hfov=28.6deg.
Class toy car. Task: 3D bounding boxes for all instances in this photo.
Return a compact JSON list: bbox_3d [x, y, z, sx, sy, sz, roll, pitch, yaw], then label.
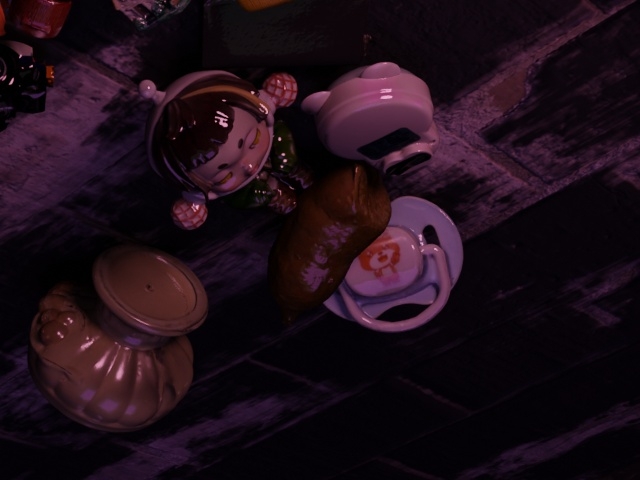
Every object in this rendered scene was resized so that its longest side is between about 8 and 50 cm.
[{"bbox_3d":[-0.517,-0.217,1.718,0.301,0.118,0.193,-4,167,-14],"label":"toy car"}]

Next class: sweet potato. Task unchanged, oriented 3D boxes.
[{"bbox_3d":[0.000,0.000,2.100,0.157,0.158,0.370,17,126,-34],"label":"sweet potato"}]

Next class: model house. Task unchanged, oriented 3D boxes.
[{"bbox_3d":[-0.227,-0.342,1.617,0.100,0.088,0.100,-26,145,21],"label":"model house"}]

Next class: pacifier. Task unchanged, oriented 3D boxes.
[{"bbox_3d":[0.124,0.042,2.252,0.279,0.227,0.207,-16,-173,12],"label":"pacifier"}]

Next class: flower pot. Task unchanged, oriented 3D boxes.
[{"bbox_3d":[-0.345,0.155,2.206,0.307,0.307,0.244,14,126,-31],"label":"flower pot"}]

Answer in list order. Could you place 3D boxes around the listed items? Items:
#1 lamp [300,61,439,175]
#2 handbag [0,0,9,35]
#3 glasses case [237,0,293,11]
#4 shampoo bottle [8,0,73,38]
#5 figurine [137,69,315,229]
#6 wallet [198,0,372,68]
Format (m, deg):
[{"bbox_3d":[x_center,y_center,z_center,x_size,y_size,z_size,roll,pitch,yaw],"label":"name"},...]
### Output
[{"bbox_3d":[0.091,-0.190,1.909,0.179,0.108,0.246,-20,148,25],"label":"lamp"},{"bbox_3d":[-0.538,-0.387,1.449,0.303,0.116,0.410,-6,148,-3],"label":"handbag"},{"bbox_3d":[-0.007,-0.366,1.648,0.234,0.064,0.079,-19,129,13],"label":"glasses case"},{"bbox_3d":[-0.290,-0.382,1.507,0.118,0.076,0.314,10,134,-30],"label":"shampoo bottle"},{"bbox_3d":[-0.134,-0.139,1.897,0.281,0.167,0.370,-53,147,4],"label":"figurine"},{"bbox_3d":[-0.048,-0.301,1.767,0.250,0.044,0.149,-3,143,-7],"label":"wallet"}]
